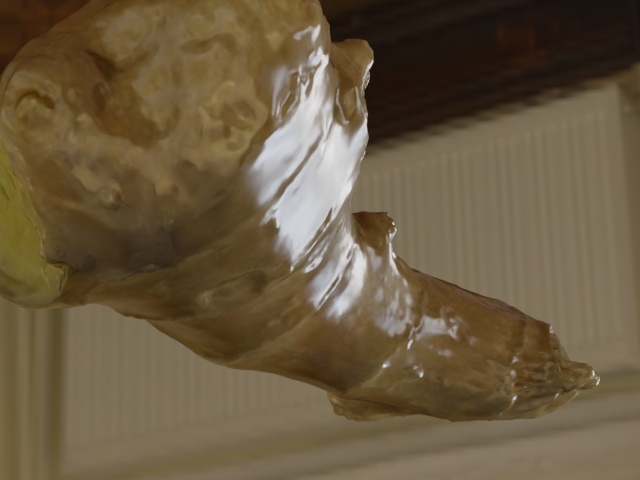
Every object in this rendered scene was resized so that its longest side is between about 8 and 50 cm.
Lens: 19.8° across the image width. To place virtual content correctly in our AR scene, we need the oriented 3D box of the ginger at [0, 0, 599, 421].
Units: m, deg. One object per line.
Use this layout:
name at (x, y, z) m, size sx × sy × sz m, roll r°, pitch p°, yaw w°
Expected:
ginger at (0.000, 0.000, 0.601) m, size 0.131 × 0.086 × 0.294 m, roll -42°, pitch 141°, yaw 14°
